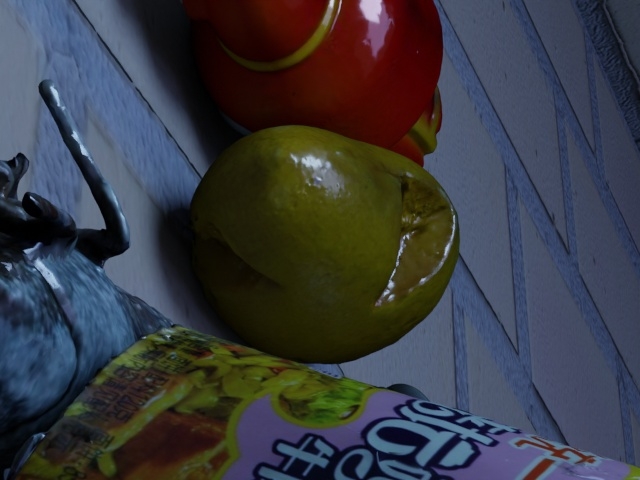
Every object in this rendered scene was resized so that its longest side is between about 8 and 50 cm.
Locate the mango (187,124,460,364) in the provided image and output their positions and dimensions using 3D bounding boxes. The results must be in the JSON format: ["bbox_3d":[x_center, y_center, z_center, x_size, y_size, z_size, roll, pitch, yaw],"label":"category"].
[{"bbox_3d":[0.000,0.000,1.277,0.262,0.167,0.130,31,34,-62],"label":"mango"}]

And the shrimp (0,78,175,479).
[{"bbox_3d":[-0.143,0.039,0.815,0.410,0.166,0.221,29,77,-60],"label":"shrimp"}]

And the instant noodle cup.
[{"bbox_3d":[0.007,0.199,0.780,0.340,0.266,0.339,-54,158,-34],"label":"instant noodle cup"}]

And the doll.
[{"bbox_3d":[-0.003,-0.143,1.350,0.363,0.160,0.182,38,49,-62],"label":"doll"}]

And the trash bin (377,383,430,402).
[{"bbox_3d":[0.068,0.216,1.320,0.176,0.101,0.236,49,-16,54],"label":"trash bin"}]
